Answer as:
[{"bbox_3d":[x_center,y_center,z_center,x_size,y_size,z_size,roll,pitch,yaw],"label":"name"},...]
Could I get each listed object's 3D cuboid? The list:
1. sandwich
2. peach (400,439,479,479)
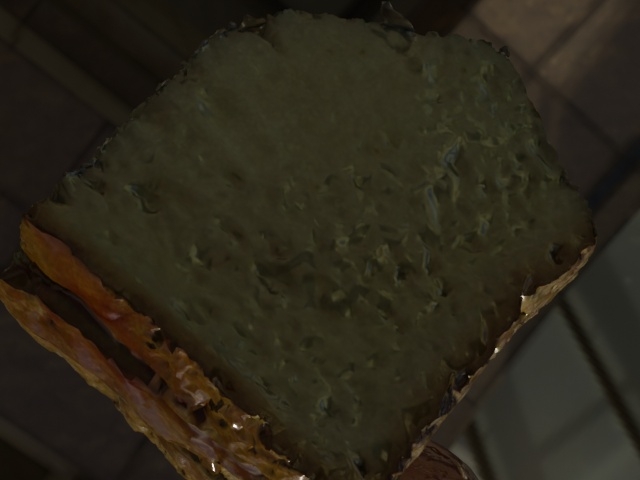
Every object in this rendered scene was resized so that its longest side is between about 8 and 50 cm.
[{"bbox_3d":[0.001,0.000,1.112,0.325,0.262,0.131,-48,175,-29],"label":"sandwich"},{"bbox_3d":[0.032,0.252,1.398,0.232,0.232,0.232,-39,-152,25],"label":"peach"}]
